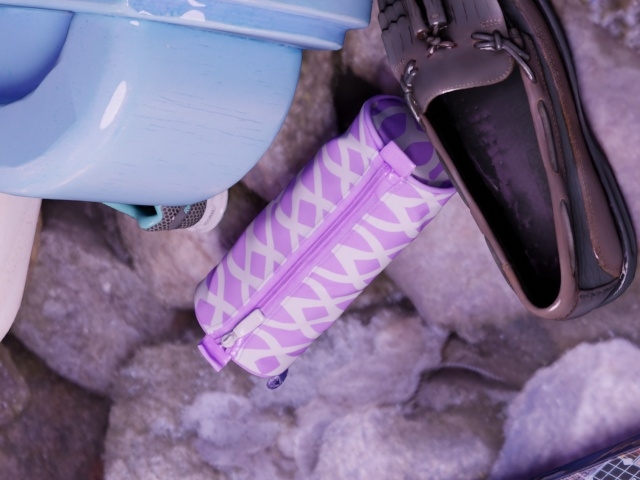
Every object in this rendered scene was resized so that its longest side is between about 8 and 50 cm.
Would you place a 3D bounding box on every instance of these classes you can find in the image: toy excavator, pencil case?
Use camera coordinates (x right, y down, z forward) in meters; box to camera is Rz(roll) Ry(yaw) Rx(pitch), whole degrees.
[{"bbox_3d":[-0.176,-0.074,1.126,0.433,0.222,0.445,9,92,37],"label":"toy excavator"},{"bbox_3d":[0.000,0.000,1.178,0.086,0.088,0.206,47,118,10],"label":"pencil case"}]

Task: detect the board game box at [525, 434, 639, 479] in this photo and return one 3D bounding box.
[{"bbox_3d":[0.168,0.223,1.163,0.243,0.042,0.165,-27,88,31],"label":"board game box"}]

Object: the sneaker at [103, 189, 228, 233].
[{"bbox_3d":[-0.139,-0.062,1.248,0.166,0.076,0.065,35,115,18],"label":"sneaker"}]

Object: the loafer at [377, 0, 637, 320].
[{"bbox_3d":[0.102,-0.077,1.104,0.096,0.084,0.267,-29,87,31],"label":"loafer"}]
